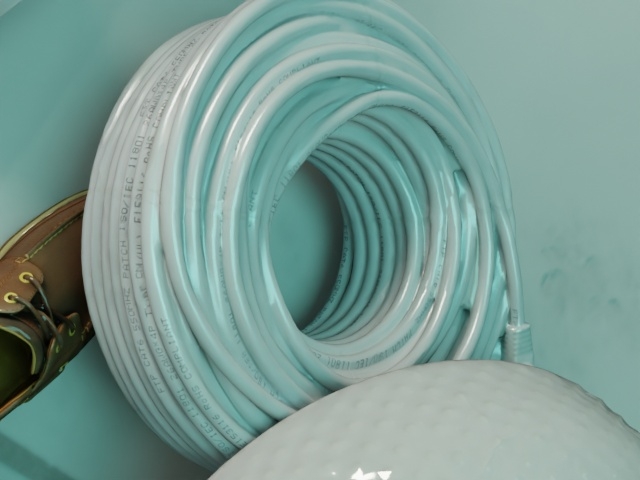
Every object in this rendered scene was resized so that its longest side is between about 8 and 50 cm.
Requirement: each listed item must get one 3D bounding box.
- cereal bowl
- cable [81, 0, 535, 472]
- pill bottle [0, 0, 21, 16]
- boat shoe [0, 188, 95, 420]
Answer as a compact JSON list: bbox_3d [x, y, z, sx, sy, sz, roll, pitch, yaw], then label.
[{"bbox_3d":[0.066,0.236,0.637,0.339,0.141,0.339,-12,118,-24],"label":"cereal bowl"},{"bbox_3d":[0.000,0.000,0.681,0.257,0.089,0.257,-1,89,-43],"label":"cable"},{"bbox_3d":[-0.180,-0.177,0.604,0.152,0.086,0.086,49,66,-21],"label":"pill bottle"},{"bbox_3d":[-0.142,0.044,0.634,0.178,0.060,0.064,-48,111,-23],"label":"boat shoe"}]
